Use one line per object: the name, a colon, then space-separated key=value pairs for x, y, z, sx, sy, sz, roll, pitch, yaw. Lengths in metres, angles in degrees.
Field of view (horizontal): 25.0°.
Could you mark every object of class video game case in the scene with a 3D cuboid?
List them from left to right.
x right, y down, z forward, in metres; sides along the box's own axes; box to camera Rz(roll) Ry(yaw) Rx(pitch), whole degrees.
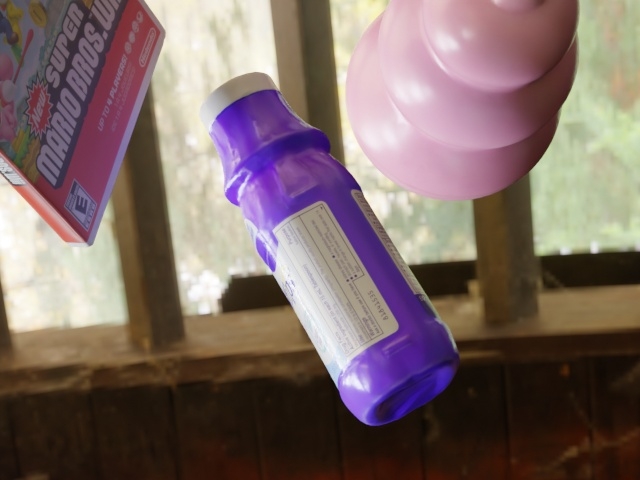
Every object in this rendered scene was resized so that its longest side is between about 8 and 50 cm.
video game case: x=-0.204 y=-0.153 z=1.002 sx=0.025 sy=0.285 sz=0.204 roll=1 pitch=-120 yaw=25

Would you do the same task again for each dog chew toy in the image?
dog chew toy: x=0.136 y=-0.163 z=1.286 sx=0.207 sy=0.206 sz=0.332 roll=-9 pitch=164 yaw=-10

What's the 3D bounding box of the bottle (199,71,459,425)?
bottle: x=0.000 y=0.000 z=1.095 sx=0.092 sy=0.282 sz=0.118 roll=-28 pitch=161 yaw=-8
